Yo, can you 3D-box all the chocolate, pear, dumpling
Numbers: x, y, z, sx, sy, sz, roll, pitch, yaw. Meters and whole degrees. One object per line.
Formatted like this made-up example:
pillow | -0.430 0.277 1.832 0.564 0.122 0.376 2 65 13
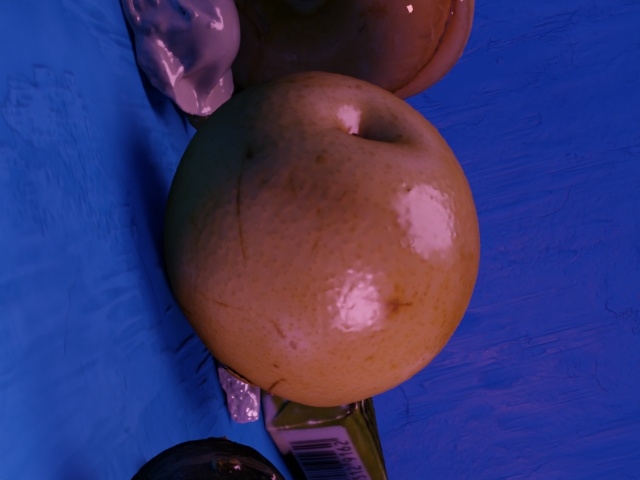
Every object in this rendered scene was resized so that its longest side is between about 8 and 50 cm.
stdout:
chocolate | -0.003 0.204 1.864 0.301 0.137 0.289 71 7 -54
pear | 0.000 0.000 1.355 0.348 0.348 0.348 -15 90 -85
dumpling | -0.171 -0.249 1.528 0.151 0.124 0.229 -39 114 -45

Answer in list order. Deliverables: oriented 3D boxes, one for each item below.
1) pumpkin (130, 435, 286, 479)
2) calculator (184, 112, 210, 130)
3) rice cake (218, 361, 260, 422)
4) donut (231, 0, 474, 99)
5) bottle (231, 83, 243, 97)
pumpkin | -0.074 0.228 0.867 0.190 0.146 0.190 -16 90 -87
calculator | -0.193 -0.260 1.696 0.157 0.033 0.236 61 12 -67
rice cake | -0.097 0.126 1.555 0.226 0.040 0.085 -96 170 -62
donut | -0.003 -0.359 1.604 0.198 0.449 0.449 -62 142 -49
bottle | -0.048 -0.238 1.849 0.156 0.271 0.143 68 8 -56
